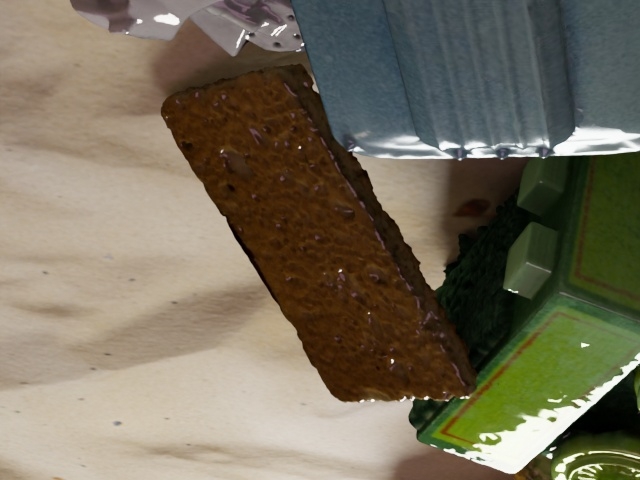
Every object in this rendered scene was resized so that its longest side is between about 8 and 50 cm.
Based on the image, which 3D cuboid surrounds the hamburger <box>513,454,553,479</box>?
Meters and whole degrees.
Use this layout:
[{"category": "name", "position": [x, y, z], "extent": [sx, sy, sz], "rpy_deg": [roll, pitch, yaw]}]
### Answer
[{"category": "hamburger", "position": [0.244, 0.202, 1.265], "extent": [0.262, 0.124, 0.131], "rpy_deg": [39, 159, 3]}]

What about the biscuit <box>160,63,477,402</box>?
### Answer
[{"category": "biscuit", "position": [0.000, 0.000, 1.041], "extent": [0.131, 0.025, 0.231], "rpy_deg": [-8, 118, 49]}]

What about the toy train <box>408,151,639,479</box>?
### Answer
[{"category": "toy train", "position": [0.174, 0.056, 1.080], "extent": [0.188, 0.159, 0.271], "rpy_deg": [21, 146, -10]}]

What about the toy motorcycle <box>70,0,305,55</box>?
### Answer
[{"category": "toy motorcycle", "position": [-0.083, -0.174, 0.819], "extent": [0.171, 0.110, 0.260], "rpy_deg": [3, 147, 18]}]

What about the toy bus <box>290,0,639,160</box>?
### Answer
[{"category": "toy bus", "position": [0.059, -0.186, 0.687], "extent": [0.152, 0.190, 0.312], "rpy_deg": [0, 147, 13]}]
